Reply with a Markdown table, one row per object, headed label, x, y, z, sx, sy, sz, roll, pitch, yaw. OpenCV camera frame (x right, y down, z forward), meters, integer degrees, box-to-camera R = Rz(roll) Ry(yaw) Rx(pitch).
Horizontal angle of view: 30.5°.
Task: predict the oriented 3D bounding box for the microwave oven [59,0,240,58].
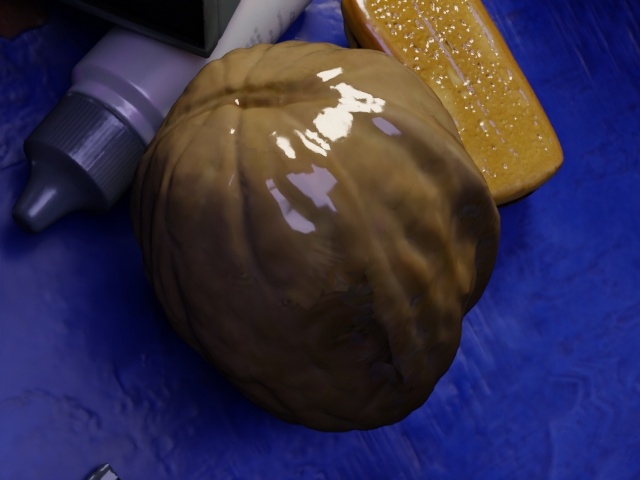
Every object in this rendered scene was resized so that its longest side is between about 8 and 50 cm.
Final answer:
| label | x | y | z | sx | sy | sz | roll | pitch | yaw |
| --- | --- | --- | --- | --- | --- | --- | --- | --- | --- |
| microwave oven | -0.162 | -0.285 | 0.714 | 0.295 | 0.181 | 0.237 | 22 | 69 | 6 |

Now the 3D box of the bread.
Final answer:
| label | x | y | z | sx | sy | sz | roll | pitch | yaw |
| --- | --- | --- | --- | --- | --- | --- | --- | --- | --- |
| bread | 0.094 | -0.113 | 0.882 | 0.116 | 0.077 | 0.200 | -28 | 87 | -25 |

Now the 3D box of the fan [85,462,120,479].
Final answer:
| label | x | y | z | sx | sy | sz | roll | pitch | yaw |
| --- | --- | --- | --- | --- | --- | --- | --- | --- | --- |
| fan | -0.250 | 0.244 | 0.683 | 0.335 | 0.011 | 0.229 | -37 | 92 | -24 |

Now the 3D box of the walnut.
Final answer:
| label | x | y | z | sx | sy | sz | roll | pitch | yaw |
| --- | --- | --- | --- | --- | --- | --- | --- | --- | --- |
| walnut | 0.000 | 0.000 | 0.731 | 0.225 | 0.225 | 0.261 | -60 | 141 | -23 |

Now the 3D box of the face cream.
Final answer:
| label | x | y | z | sx | sy | sz | roll | pitch | yaw |
| --- | --- | --- | --- | --- | --- | --- | --- | --- | --- |
| face cream | -0.099 | -0.121 | 0.795 | 0.092 | 0.092 | 0.311 | 40 | 65 | -9 |
